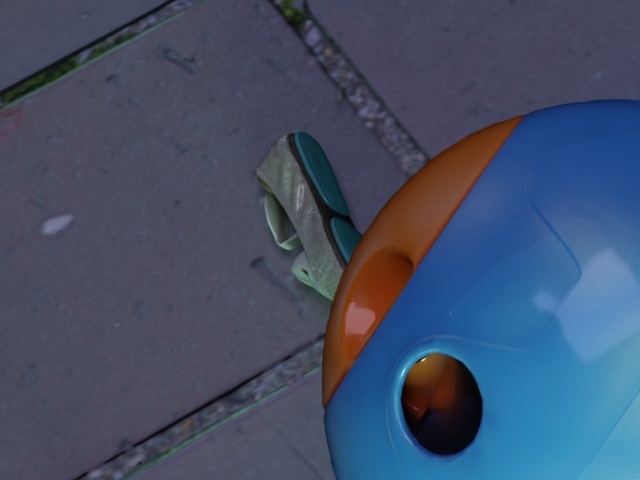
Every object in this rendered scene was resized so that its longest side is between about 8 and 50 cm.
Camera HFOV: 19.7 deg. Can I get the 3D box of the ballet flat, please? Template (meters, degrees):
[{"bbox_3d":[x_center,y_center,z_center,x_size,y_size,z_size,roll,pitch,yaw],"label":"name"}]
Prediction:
[{"bbox_3d":[0.000,0.000,1.182,0.052,0.057,0.168,-41,45,19],"label":"ballet flat"}]

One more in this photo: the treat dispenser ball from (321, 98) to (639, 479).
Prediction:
[{"bbox_3d":[0.144,0.073,0.928,0.288,0.288,0.288,-7,52,9],"label":"treat dispenser ball"}]
